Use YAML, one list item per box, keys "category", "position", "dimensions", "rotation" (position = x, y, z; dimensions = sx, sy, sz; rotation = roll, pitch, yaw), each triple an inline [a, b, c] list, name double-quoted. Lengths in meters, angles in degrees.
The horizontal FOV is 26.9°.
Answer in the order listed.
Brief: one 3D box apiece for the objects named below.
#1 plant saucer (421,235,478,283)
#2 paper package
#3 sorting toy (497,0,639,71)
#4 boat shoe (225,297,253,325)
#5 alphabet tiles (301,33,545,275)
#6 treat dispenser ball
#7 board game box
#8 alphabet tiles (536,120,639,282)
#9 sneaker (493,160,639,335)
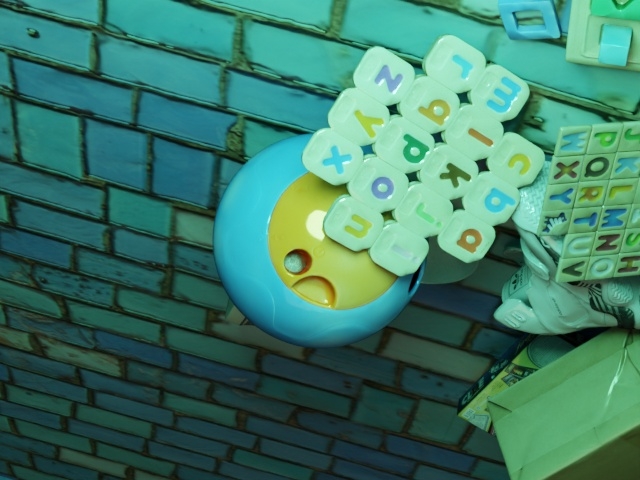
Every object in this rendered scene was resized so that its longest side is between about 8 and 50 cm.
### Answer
- category: "plant saucer"
  position: [0.141, -0.001, 1.969]
  dimensions: [0.195, 0.037, 0.195]
  rotation: [12, 150, 7]
- category: "paper package"
  position: [0.471, 0.292, 2.040]
  dimensions: [0.309, 0.168, 0.325]
  rotation: [-36, 136, 27]
- category: "sorting toy"
  position: [0.364, -0.234, 1.456]
  dimensions: [0.348, 0.047, 0.196]
  rotation: [9, 150, 11]
- category: "boat shoe"
  position: [-0.039, 0.058, 2.091]
  dimensions: [0.158, 0.127, 0.340]
  rotation: [14, 159, -10]
- category: "alphabet tiles"
  position: [0.126, -0.101, 1.621]
  dimensions: [0.278, 0.284, 0.021]
  rotation: [28, -171, -22]
- category: "treat dispenser ball"
  position: [0.000, 0.000, 1.785]
  dimensions: [0.288, 0.288, 0.288]
  rotation: [12, 150, 7]
- category: "board game box"
  position: [0.357, 0.240, 2.164]
  dimensions: [0.165, 0.042, 0.243]
  rotation: [31, 127, -11]
- category: "alphabet tiles"
  position: [0.364, -0.045, 1.643]
  dimensions: [0.198, 0.009, 0.237]
  rotation: [-5, 128, -14]
- category: "sneaker"
  position: [0.306, 0.028, 1.835]
  dimensions: [0.210, 0.137, 0.366]
  rotation: [-15, 141, 39]
